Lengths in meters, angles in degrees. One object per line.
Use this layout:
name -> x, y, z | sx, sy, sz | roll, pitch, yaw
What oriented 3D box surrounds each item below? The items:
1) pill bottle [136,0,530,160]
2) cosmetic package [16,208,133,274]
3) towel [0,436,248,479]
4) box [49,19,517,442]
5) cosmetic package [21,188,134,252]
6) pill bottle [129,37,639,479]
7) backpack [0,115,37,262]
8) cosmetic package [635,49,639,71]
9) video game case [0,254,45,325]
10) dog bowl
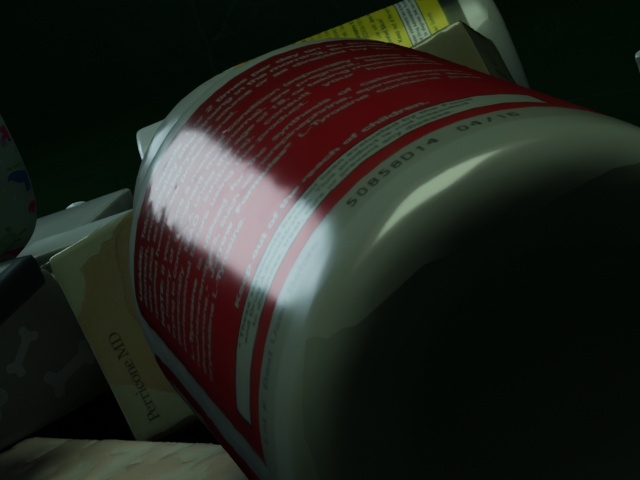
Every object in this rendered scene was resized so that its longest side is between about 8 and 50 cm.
pill bottle -> 0.017, -0.092, 1.635 | 0.334, 0.188, 0.188 | -20, 12, 2
cosmetic package -> -0.135, 0.030, 1.541 | 0.231, 0.117, 0.085 | -16, 12, 16
towel -> -0.204, 0.209, 1.020 | 0.332, 0.053, 0.317 | -31, 16, -37
box -> 0.000, 0.000, 1.188 | 0.311, 0.148, 0.121 | -31, -8, 13
cosmetic package -> -0.250, 0.039, 1.734 | 0.127, 0.107, 0.238 | -18, 10, 18
pill bottle -> 0.036, 0.024, 0.894 | 0.229, 0.229, 0.408 | -24, 20, -12
backpack -> -0.346, -0.046, 1.459 | 0.191, 0.225, 0.253 | -30, 2, -39
cosmetic package -> 0.381, -0.130, 1.305 | 0.225, 0.138, 0.224 | -13, 14, 38
video game case -> -0.305, 0.099, 1.075 | 0.196, 0.026, 0.274 | -14, 21, 31
dog bowl -> -0.269, 0.104, 1.355 | 0.349, 0.102, 0.349 | -27, 3, 1
